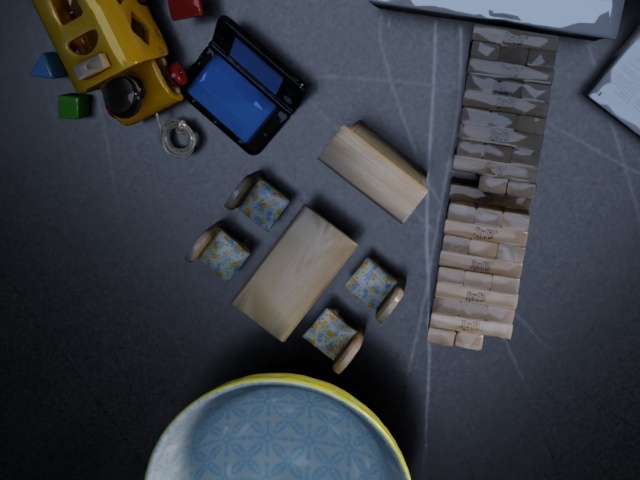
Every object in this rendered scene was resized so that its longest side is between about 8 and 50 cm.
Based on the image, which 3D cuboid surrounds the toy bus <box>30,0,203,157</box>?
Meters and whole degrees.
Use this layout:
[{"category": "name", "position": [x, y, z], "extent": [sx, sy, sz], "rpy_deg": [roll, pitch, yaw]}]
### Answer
[{"category": "toy bus", "position": [-0.225, -0.196, 1.134], "extent": [0.202, 0.104, 0.191], "rpy_deg": [22, 111, 11]}]

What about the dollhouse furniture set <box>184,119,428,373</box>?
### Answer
[{"category": "dollhouse furniture set", "position": [0.000, 0.000, 1.131], "extent": [0.212, 0.161, 0.242], "rpy_deg": [37, 101, 0]}]

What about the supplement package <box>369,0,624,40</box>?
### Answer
[{"category": "supplement package", "position": [0.182, -0.286, 1.075], "extent": [0.244, 0.139, 0.134], "rpy_deg": [9, 101, 4]}]

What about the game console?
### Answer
[{"category": "game console", "position": [-0.088, -0.168, 1.163], "extent": [0.122, 0.107, 0.071], "rpy_deg": [41, 73, -1]}]

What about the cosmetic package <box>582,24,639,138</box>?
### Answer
[{"category": "cosmetic package", "position": [0.402, -0.118, 1.115], "extent": [0.239, 0.060, 0.099], "rpy_deg": [38, 99, 0]}]

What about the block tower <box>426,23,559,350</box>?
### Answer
[{"category": "block tower", "position": [0.182, -0.056, 1.137], "extent": [0.091, 0.097, 0.335], "rpy_deg": [9, 102, 5]}]

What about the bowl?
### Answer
[{"category": "bowl", "position": [-0.037, 0.271, 1.182], "extent": [0.289, 0.156, 0.289], "rpy_deg": [1, 99, 7]}]
